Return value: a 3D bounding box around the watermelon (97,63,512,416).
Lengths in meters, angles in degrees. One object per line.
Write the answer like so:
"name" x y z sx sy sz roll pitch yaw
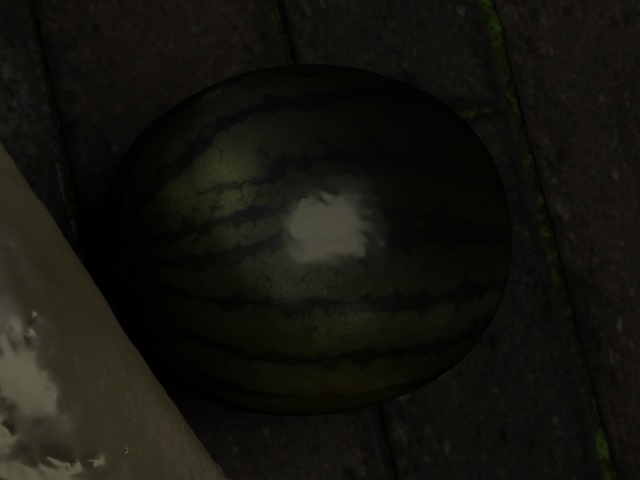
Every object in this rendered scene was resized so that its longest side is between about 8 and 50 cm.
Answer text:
"watermelon" 0.000 0.000 1.539 0.359 0.279 0.278 0 77 -34

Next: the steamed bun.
"steamed bun" -0.254 0.126 1.346 0.236 0.247 0.383 -41 102 -38
